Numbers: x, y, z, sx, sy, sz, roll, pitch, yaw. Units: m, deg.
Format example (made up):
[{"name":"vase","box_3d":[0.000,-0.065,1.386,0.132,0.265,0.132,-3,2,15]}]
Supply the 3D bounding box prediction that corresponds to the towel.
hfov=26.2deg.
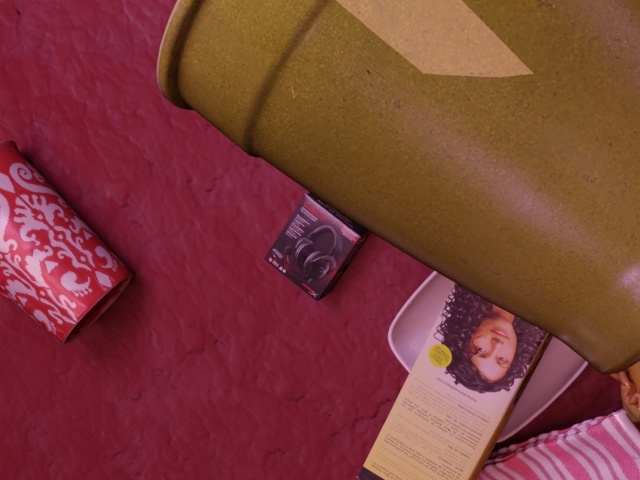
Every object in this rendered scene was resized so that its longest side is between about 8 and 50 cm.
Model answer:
[{"name":"towel","box_3d":[0.212,0.224,1.118,0.144,0.029,0.197,58,141,1]}]

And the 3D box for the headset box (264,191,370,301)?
[{"name":"headset box","box_3d":[0.000,0.000,1.190,0.062,0.032,0.083,39,116,10]}]

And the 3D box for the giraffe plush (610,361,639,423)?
[{"name":"giraffe plush","box_3d":[0.303,0.121,1.032,0.170,0.210,0.181,43,119,40]}]

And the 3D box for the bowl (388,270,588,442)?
[{"name":"bowl","box_3d":[0.143,0.078,1.137,0.142,0.053,0.142,45,115,6]}]

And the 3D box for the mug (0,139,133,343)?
[{"name":"mug","box_3d":[-0.265,0.008,1.282,0.169,0.150,0.113,43,79,3]}]

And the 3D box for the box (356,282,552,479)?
[{"name":"box","box_3d":[0.117,0.112,1.095,0.087,0.058,0.232,29,113,15]}]

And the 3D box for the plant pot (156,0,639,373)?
[{"name":"plant pot","box_3d":[0.144,-0.110,0.915,0.353,0.366,0.366,44,115,8]}]
